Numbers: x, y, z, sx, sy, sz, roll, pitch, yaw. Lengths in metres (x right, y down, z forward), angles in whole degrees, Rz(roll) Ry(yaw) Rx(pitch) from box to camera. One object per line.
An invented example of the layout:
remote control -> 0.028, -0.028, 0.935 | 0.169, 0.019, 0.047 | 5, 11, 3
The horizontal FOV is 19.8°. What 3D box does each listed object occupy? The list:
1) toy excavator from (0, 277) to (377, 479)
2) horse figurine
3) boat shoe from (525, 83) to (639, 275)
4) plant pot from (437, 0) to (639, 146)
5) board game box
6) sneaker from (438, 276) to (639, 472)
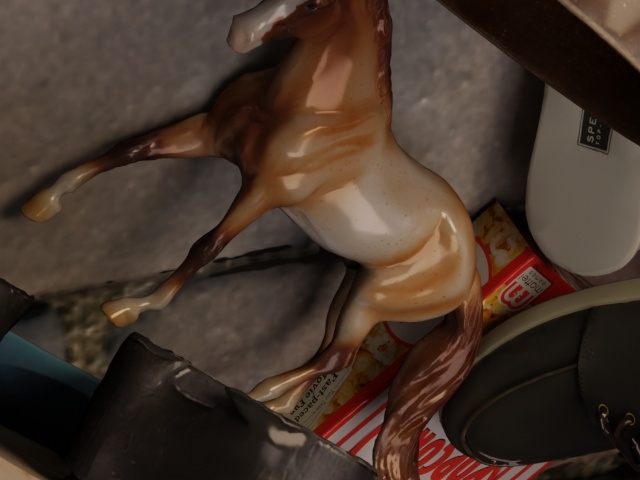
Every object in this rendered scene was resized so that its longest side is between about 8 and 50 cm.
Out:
toy excavator -> -0.067, 0.177, 0.805 | 0.222, 0.432, 0.445 | -62, 175, -6
horse figurine -> 0.000, 0.000, 0.799 | 0.174, 0.066, 0.263 | -38, 128, 5
boat shoe -> 0.141, -0.089, 0.805 | 0.070, 0.077, 0.219 | -39, 149, -47
plant pot -> 0.124, -0.176, 0.629 | 0.230, 0.215, 0.215 | -52, 136, 2
board game box -> 0.062, 0.085, 0.939 | 0.193, 0.045, 0.146 | -42, 136, 12
sneaker -> 0.151, 0.084, 0.825 | 0.222, 0.118, 0.083 | -22, 138, 27
